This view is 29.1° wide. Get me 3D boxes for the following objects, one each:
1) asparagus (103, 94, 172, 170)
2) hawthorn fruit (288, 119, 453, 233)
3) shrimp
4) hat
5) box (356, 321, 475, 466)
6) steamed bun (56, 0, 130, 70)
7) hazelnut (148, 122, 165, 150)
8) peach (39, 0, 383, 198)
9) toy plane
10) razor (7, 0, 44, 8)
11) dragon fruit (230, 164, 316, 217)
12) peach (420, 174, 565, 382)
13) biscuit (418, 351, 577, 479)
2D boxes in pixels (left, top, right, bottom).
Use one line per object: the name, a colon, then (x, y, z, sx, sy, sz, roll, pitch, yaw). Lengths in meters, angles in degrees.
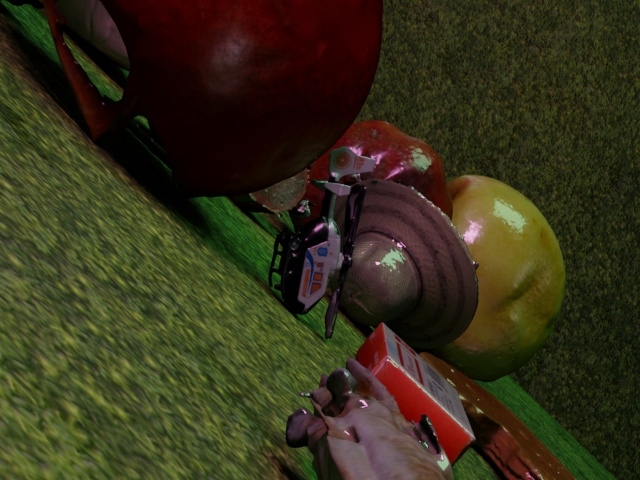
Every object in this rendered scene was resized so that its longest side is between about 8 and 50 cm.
asparagus: (-0.203, -0.121, 1.381, 0.114, 0.015, 0.014, 43, 38, 2)
hawthorn fruit: (0.082, -0.064, 1.866, 0.254, 0.254, 0.300, 45, 16, 2)
shrimp: (0.078, 0.194, 0.678, 0.247, 0.085, 0.360, 53, 1, -42)
hat: (0.074, 0.053, 1.604, 0.252, 0.252, 0.110, 46, 47, 14)
box: (0.094, 0.157, 1.273, 0.123, 0.050, 0.229, 42, 5, -3)
steamed bun: (-0.270, -0.374, 1.741, 0.236, 0.247, 0.383, 17, 19, -32)
hazelnut: (-0.140, -0.147, 1.492, 0.154, 0.143, 0.143, 29, 2, 10)
peach: (-0.095, -0.257, 1.238, 0.335, 0.310, 0.405, 38, 33, -77)
toy plane: (-0.001, -0.001, 1.261, 0.078, 0.197, 0.053, 13, 2, -19)
razor: (-0.290, -0.418, 1.341, 0.107, 0.326, 0.189, 27, -5, 26)
dragon fruit: (-0.088, -0.110, 1.665, 0.175, 0.142, 0.138, 23, 27, 35)
peach: (0.247, 0.063, 2.019, 0.282, 0.314, 0.315, 6, -37, 47)
biscuit: (0.229, 0.261, 1.543, 0.277, 0.052, 0.262, 47, 9, 38)
